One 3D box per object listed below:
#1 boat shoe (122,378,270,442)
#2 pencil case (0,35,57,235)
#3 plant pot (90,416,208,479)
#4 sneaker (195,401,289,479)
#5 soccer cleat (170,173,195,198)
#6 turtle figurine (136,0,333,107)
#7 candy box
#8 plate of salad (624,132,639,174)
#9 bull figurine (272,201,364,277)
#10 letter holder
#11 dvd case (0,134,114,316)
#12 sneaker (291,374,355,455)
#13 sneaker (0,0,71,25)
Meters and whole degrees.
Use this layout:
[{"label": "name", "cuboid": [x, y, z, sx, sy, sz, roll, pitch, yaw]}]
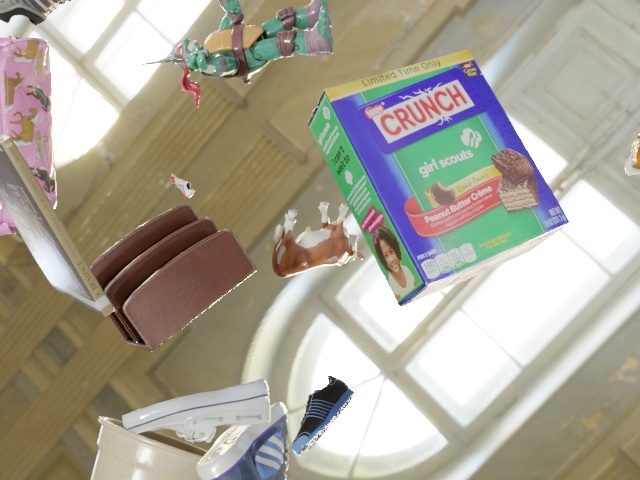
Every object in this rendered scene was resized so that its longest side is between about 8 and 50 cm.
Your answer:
[{"label": "boat shoe", "cuboid": [-0.178, 0.268, 1.205, 0.083, 0.226, 0.076, 139, 119, -68]}, {"label": "pencil case", "cuboid": [-0.608, -0.208, 1.595, 0.160, 0.386, 0.167, 11, -165, 43]}, {"label": "plant pot", "cuboid": [-0.418, 0.615, 1.887, 0.334, 0.305, 0.334, 18, 167, 4]}, {"label": "sneaker", "cuboid": [-0.105, 0.474, 1.566, 0.236, 0.130, 0.323, 59, -160, 1]}, {"label": "soccer cleat", "cuboid": [-0.351, -0.143, 2.048, 0.083, 0.035, 0.029, 52, -166, 23]}, {"label": "turtle figurine", "cuboid": [-0.104, -0.255, 0.996, 0.118, 0.234, 0.175, 74, -172, -58]}, {"label": "candy box", "cuboid": [0.170, -0.101, 1.193, 0.317, 0.268, 0.122, 63, 155, 14]}, {"label": "plate of salad", "cuboid": [0.630, -0.191, 1.446, 0.048, 0.200, 0.200, 49, -171, -8]}, {"label": "bull figurine", "cuboid": [0.000, 0.000, 2.155, 0.310, 0.188, 0.101, -19, -154, -39]}, {"label": "letter holder", "cuboid": [-0.335, 0.065, 1.769, 0.152, 0.302, 0.214, -5, 120, 59]}, {"label": "dvd case", "cuboid": [-0.322, -0.021, 0.904, 0.164, 0.018, 0.221, 14, 135, 51]}, {"label": "sneaker", "cuboid": [-0.011, 0.450, 2.085, 0.090, 0.232, 0.081, 35, 148, 18]}, {"label": "sneaker", "cuboid": [-0.410, -0.358, 1.188, 0.170, 0.075, 0.063, -18, -136, -37]}]
